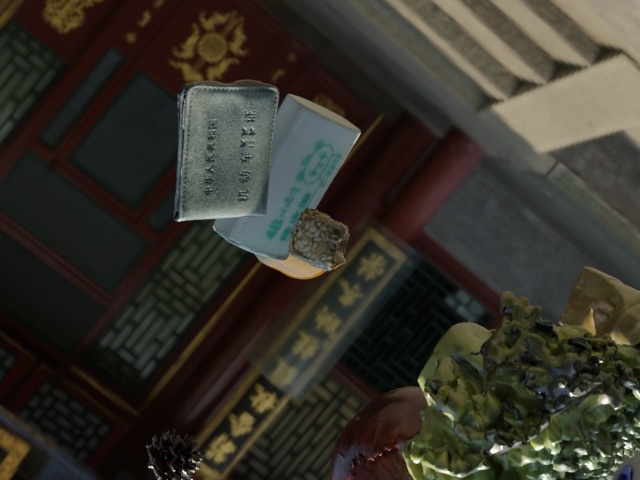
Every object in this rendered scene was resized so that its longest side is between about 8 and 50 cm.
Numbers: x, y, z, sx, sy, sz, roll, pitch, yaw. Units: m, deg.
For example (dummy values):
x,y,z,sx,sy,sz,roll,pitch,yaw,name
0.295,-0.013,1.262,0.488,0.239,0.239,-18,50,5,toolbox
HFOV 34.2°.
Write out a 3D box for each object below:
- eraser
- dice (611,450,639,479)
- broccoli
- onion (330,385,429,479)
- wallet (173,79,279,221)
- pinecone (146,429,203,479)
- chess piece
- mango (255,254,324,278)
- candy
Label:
x,y,z,sx,sy,sz,roll,pitch,yaw,name
-0.062,-0.113,1.923,0.189,0.290,0.104,17,-163,-50,eraser
0.717,0.526,2.018,0.259,0.243,0.251,28,158,-6,dice
0.236,0.229,1.217,0.272,0.334,0.324,29,-153,4,broccoli
0.152,0.366,1.643,0.276,0.276,0.276,40,-177,-2,onion
-0.147,-0.140,1.620,0.167,0.222,0.036,-4,-163,-34,wallet
-0.328,0.494,2.349,0.140,0.120,0.140,158,90,-84,pinecone
0.529,0.140,1.786,0.137,0.137,0.301,38,-179,-31,chess piece
-0.054,0.002,2.287,0.221,0.152,0.120,28,180,-43,mango
0.000,0.000,1.806,0.110,0.095,0.085,19,178,10,candy
